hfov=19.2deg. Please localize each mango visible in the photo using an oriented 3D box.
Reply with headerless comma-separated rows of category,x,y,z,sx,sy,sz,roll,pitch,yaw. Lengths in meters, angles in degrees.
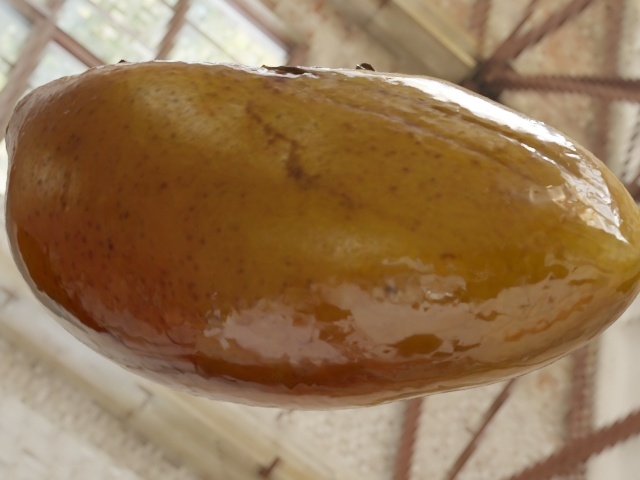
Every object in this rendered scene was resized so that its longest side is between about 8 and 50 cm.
mango,0.000,0.000,0.970,0.350,0.201,0.199,11,-115,31
